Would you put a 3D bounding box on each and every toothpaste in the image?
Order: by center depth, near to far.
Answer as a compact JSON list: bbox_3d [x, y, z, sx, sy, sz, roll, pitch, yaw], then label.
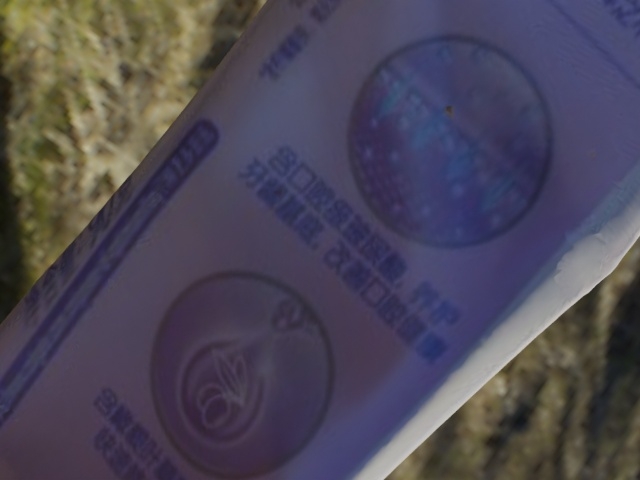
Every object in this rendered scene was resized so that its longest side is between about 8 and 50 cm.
[{"bbox_3d":[0.000,0.000,0.329,0.301,0.075,0.048,-46,-179,6],"label":"toothpaste"}]
